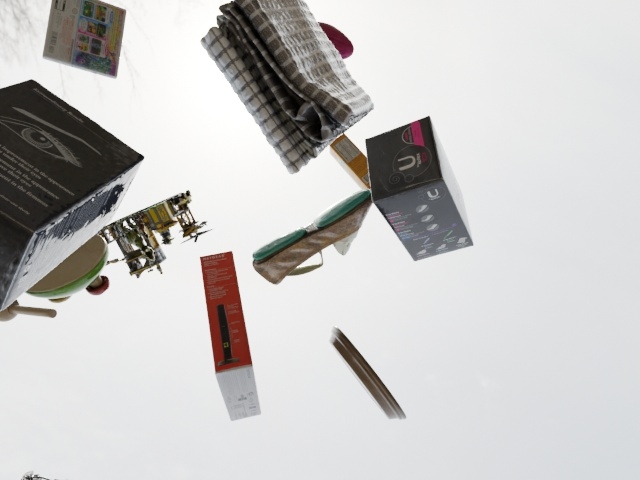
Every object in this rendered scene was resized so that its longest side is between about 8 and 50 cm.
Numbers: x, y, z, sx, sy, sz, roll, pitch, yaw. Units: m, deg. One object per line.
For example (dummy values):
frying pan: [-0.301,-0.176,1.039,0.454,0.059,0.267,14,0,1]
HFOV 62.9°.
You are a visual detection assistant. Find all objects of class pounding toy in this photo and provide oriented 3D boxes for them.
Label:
pounding toy: [-0.522,0.095,1.068,0.182,0.110,0.237,2,-140,17]

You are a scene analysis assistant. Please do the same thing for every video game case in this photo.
video game case: [-0.488,-0.431,1.089,0.143,0.019,0.158,10,-100,-30]

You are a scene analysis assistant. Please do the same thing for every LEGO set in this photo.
LEGO set: [-0.468,0.014,1.433,0.331,0.192,0.255,-23,-167,5]

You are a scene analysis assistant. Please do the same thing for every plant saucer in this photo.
plant saucer: [0.106,0.326,1.271,0.041,0.278,0.278,-38,-112,-8]

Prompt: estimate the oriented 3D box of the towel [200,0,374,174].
towel: [-0.031,-0.254,0.796,0.235,0.121,0.284,55,-157,-10]

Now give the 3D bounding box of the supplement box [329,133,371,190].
supplement box: [0.127,-0.254,1.796,0.080,0.078,0.233,-35,-106,-9]

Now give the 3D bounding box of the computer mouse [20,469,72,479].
computer mouse: [-0.506,0.509,1.054,0.192,0.106,0.042,24,-114,-18]

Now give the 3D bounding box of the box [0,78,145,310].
box: [-0.303,-0.057,0.525,0.153,0.108,0.207,35,-153,-7]

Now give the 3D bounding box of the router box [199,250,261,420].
router box: [-0.220,0.244,1.297,0.082,0.336,0.301,-10,-124,-9]

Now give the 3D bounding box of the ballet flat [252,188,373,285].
ballet flat: [0.000,0.000,1.167,0.315,0.106,0.108,-29,-159,6]

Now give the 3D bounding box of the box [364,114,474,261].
box: [0.210,-0.096,1.091,0.143,0.270,0.165,-17,-124,20]

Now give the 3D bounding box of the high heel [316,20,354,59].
high heel: [-0.084,-0.646,1.659,0.376,0.127,0.181,16,-157,8]
